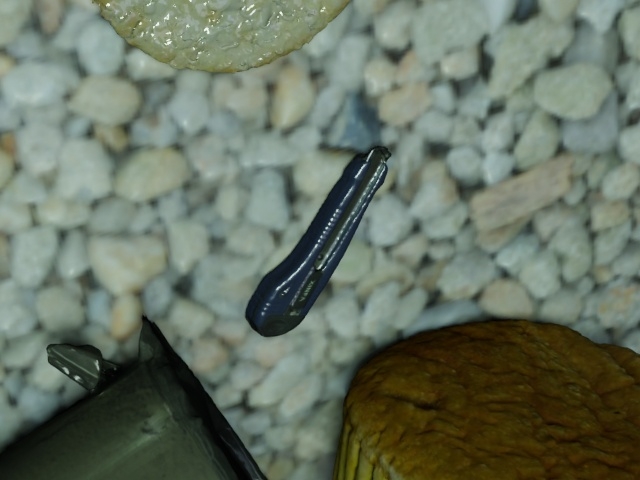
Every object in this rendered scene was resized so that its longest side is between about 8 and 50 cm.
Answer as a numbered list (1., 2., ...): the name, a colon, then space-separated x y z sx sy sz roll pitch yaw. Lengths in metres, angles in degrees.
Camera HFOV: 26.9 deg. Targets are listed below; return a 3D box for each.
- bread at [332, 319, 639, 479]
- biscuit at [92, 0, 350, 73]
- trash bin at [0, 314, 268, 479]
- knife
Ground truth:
1. bread: 0.127 0.147 0.701 0.227 0.253 0.142 -2 120 -20
2. biscuit: -0.040 -0.146 0.607 0.152 0.020 0.152 -10 120 -18
3. trash bin: -0.143 0.214 0.641 0.301 0.203 0.252 -35 89 -6
4. knife: 0.000 0.000 0.705 0.031 0.018 0.121 23 103 -34
